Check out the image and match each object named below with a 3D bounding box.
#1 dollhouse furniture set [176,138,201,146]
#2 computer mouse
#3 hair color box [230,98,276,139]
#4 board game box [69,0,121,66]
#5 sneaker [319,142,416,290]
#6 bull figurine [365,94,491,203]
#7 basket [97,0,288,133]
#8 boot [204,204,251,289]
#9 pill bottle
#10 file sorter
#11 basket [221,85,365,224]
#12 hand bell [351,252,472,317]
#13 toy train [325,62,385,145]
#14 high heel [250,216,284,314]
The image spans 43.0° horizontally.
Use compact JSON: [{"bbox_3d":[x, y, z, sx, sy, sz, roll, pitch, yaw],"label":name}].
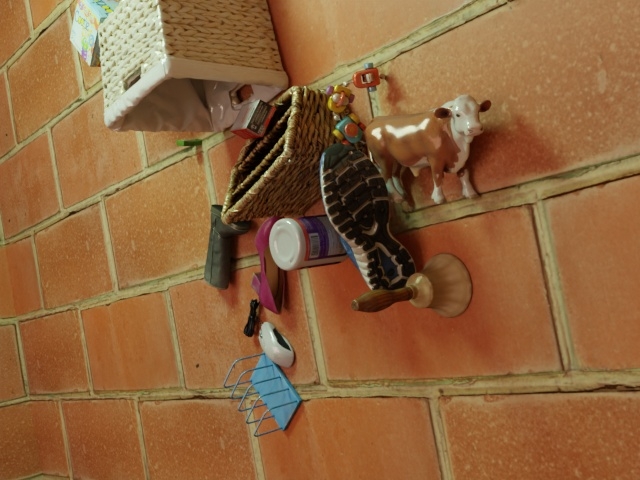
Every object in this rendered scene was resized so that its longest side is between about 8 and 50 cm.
[{"bbox_3d":[-0.353,-0.328,2.166,0.076,0.059,0.151,15,107,48],"label":"dollhouse furniture set"},{"bbox_3d":[-0.132,0.239,2.006,0.193,0.042,0.106,44,126,37],"label":"computer mouse"},{"bbox_3d":[-0.148,-0.261,1.763,0.071,0.043,0.141,-65,19,-4],"label":"hair color box"},{"bbox_3d":[-0.486,-0.543,2.121,0.144,0.275,0.142,50,131,33],"label":"board game box"},{"bbox_3d":[0.070,-0.040,1.589,0.147,0.130,0.329,39,154,62],"label":"sneaker"},{"bbox_3d":[0.200,-0.165,1.493,0.310,0.101,0.188,7,107,55],"label":"bull figurine"},{"bbox_3d":[-0.312,-0.425,1.892,0.328,0.332,0.266,-23,77,49],"label":"basket"},{"bbox_3d":[-0.244,0.028,2.082,0.190,0.076,0.208,34,115,59],"label":"boot"},{"bbox_3d":[0.000,0.000,1.689,0.108,0.194,0.108,9,102,49],"label":"pill bottle"},{"bbox_3d":[-0.148,0.377,1.999,0.170,0.105,0.118,51,131,33],"label":"file sorter"},{"bbox_3d":[-0.092,-0.195,1.747,0.299,0.223,0.213,-41,64,47],"label":"basket"},{"bbox_3d":[0.150,0.098,1.487,0.126,0.242,0.126,11,105,50],"label":"hand bell"},{"bbox_3d":[0.078,-0.266,1.614,0.046,0.125,0.166,-136,39,-73],"label":"toy train"},{"bbox_3d":[-0.104,0.056,1.910,0.117,0.082,0.244,45,128,36],"label":"high heel"}]
